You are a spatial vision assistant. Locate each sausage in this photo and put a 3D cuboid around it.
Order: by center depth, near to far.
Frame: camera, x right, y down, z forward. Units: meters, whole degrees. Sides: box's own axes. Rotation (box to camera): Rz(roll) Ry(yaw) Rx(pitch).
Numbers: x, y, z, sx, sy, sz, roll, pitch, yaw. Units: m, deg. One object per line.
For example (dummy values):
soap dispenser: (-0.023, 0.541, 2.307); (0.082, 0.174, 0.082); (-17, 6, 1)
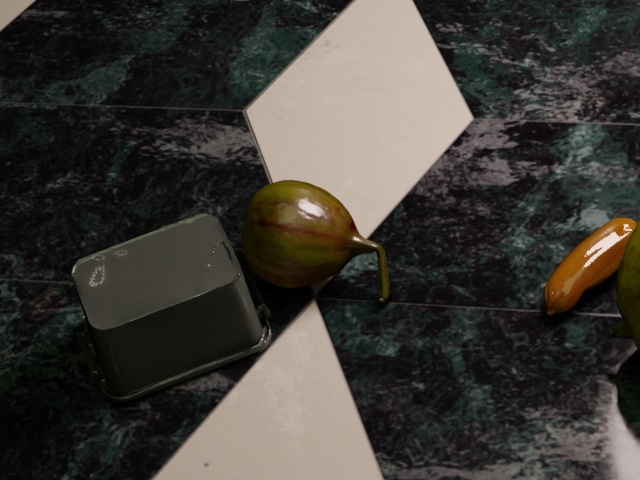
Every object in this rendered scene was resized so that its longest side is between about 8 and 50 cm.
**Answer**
sausage: (0.342, 0.028, 2.139); (0.183, 0.054, 0.062); (-37, 25, -18)

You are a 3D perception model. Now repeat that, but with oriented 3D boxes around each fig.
fig: (-0.010, -0.004, 2.169); (0.186, 0.142, 0.148); (0, 72, 25)

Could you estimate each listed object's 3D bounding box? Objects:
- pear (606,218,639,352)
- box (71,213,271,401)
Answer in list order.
pear: (0.497, 0.038, 1.968); (0.375, 0.287, 0.287); (-27, 44, 22)
box: (-0.194, 0.078, 2.135); (0.243, 0.135, 0.163); (-19, 49, -8)
